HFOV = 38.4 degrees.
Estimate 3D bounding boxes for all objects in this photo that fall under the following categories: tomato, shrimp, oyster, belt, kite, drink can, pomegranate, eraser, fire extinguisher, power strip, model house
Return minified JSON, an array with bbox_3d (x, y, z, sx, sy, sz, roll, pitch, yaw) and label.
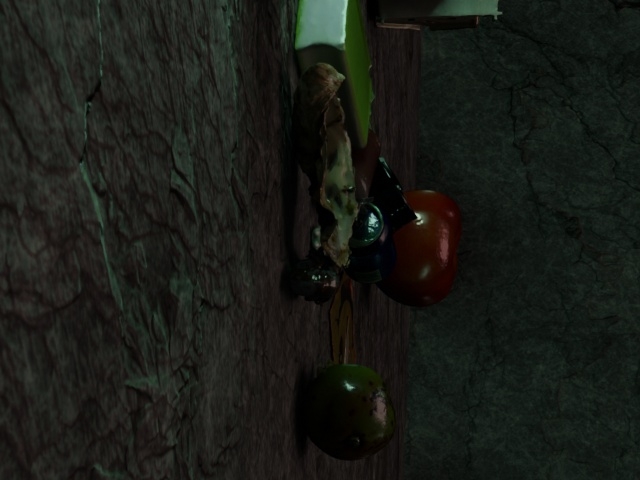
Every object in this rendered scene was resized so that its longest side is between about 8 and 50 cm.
[{"bbox_3d":[0.223,0.019,2.250,0.298,0.226,0.298,8,90,-79],"label":"tomato"},{"bbox_3d":[-0.003,0.051,1.426,0.233,0.079,0.090,-44,139,-83],"label":"shrimp"},{"bbox_3d":[0.003,-0.104,1.371,0.166,0.094,0.294,30,57,-80],"label":"oyster"},{"bbox_3d":[0.125,-0.108,1.898,0.198,0.078,0.151,60,7,29],"label":"belt"},{"bbox_3d":[0.050,0.220,1.904,0.377,0.013,0.327,60,33,-72],"label":"kite"},{"bbox_3d":[0.085,0.003,1.787,0.205,0.118,0.118,69,24,-67],"label":"drink can"},{"bbox_3d":[0.042,0.270,1.513,0.205,0.159,0.159,-122,-156,-59],"label":"pomegranate"},{"bbox_3d":[0.028,-0.310,1.535,0.274,0.092,0.210,68,24,-61],"label":"eraser"},{"bbox_3d":[0.054,-0.117,1.641,0.269,0.105,0.104,-71,159,-60],"label":"fire extinguisher"},{"bbox_3d":[0.000,0.000,1.584,0.083,0.035,0.055,9,81,-66],"label":"power strip"},{"bbox_3d":[0.286,-0.619,2.318,0.244,0.326,0.169,-45,133,-83],"label":"model house"}]

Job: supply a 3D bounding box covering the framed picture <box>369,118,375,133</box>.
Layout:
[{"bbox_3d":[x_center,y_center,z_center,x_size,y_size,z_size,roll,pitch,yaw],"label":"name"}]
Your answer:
[{"bbox_3d":[0.078,-0.284,1.859,0.136,0.010,0.200,-25,97,-79],"label":"framed picture"}]
